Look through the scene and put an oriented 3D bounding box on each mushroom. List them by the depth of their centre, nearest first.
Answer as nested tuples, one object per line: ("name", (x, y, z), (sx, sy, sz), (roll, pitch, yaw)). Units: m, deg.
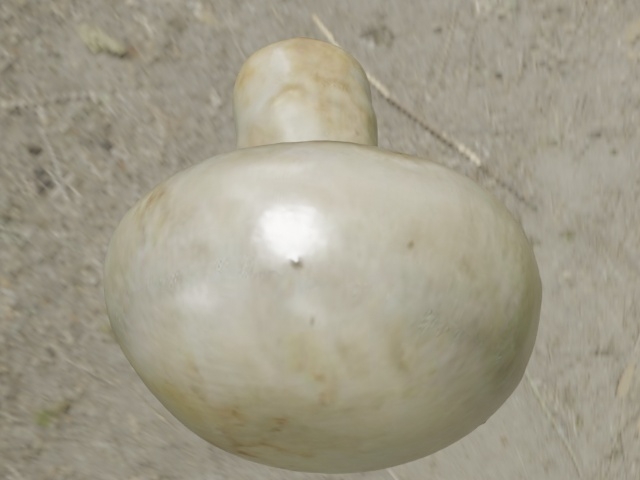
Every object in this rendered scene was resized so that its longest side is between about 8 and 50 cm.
("mushroom", (0.009, 0.016, 0.871), (0.206, 0.206, 0.209), (20, 43, 13))
